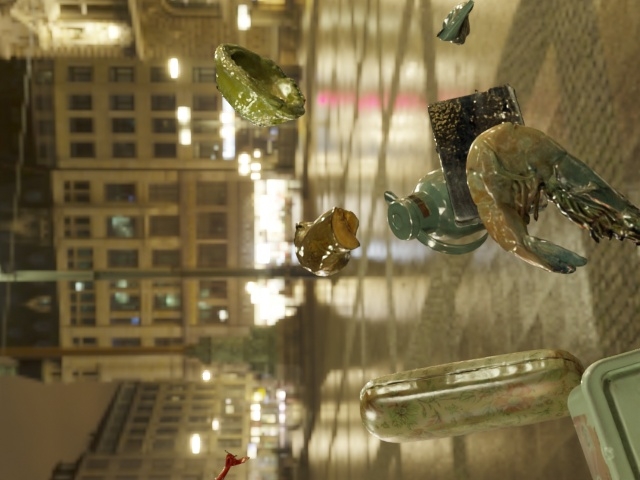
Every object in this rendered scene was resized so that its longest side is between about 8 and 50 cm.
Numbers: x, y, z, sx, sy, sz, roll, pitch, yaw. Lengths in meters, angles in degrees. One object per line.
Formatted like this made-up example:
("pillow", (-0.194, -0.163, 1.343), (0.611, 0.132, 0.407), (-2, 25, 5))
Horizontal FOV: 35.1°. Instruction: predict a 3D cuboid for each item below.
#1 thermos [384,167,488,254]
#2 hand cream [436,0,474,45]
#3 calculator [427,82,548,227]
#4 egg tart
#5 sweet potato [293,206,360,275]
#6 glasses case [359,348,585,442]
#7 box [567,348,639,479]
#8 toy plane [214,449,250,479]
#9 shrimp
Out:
("thermos", (0.267, -0.062, 1.933), (0.182, 0.287, 0.145), (51, 145, 27))
("hand cream", (0.229, -0.370, 1.722), (0.248, 0.052, 0.075), (-44, -29, -77))
("calculator", (0.280, -0.149, 1.724), (0.021, 0.161, 0.261), (70, -170, -60))
("egg tart", (-0.117, -0.272, 1.792), (0.078, 0.197, 0.197), (-46, 23, 21))
("sweet potato", (0.007, 0.002, 1.653), (0.286, 0.085, 0.112), (-168, 90, -82))
("glasses case", (0.280, 0.292, 1.878), (0.098, 0.426, 0.156), (-82, -27, -47))
("box", (0.492, 0.330, 1.527), (0.182, 0.175, 0.311), (104, 150, -73))
("toy plane", (-0.192, 0.446, 1.761), (0.194, 0.077, 0.126), (-49, 16, -15))
("shrimp", (0.314, -0.035, 1.319), (0.178, 0.289, 0.075), (-58, 9, -23))
